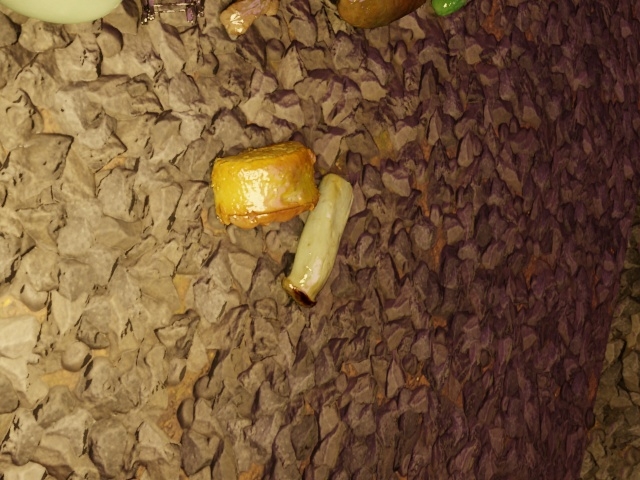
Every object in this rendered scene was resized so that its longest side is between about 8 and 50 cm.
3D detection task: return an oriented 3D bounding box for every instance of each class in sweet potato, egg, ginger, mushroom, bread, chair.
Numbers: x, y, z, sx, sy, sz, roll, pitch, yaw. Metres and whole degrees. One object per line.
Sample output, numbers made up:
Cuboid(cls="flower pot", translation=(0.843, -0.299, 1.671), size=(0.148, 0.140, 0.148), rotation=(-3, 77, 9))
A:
Cuboid(cls="sweet potato", translation=(0.172, -0.583, 2.096), size=(0.423, 0.131, 0.130), rotation=(-28, 109, -44))
Cuboid(cls="egg", translation=(-0.435, -0.455, 1.413), size=(0.283, 0.203, 0.202), rotation=(12, 82, -42))
Cuboid(cls="ginger", translation=(-0.125, -0.552, 1.817), size=(0.122, 0.084, 0.290), rotation=(32, 68, -43))
Cuboid(cls="mushroom", translation=(0.000, 0.000, 1.948), size=(0.100, 0.081, 0.312), rotation=(43, 59, -44))
Cuboid(cls="bread", translation=(-0.089, -0.116, 1.811), size=(0.261, 0.147, 0.160), rotation=(-16, 104, -45))
Cuboid(cls="chair", translation=(-0.286, -0.516, 1.617), size=(0.106, 0.113, 0.229), rotation=(-8, 98, -18))

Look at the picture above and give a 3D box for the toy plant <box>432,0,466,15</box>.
Cuboid(cls="toy plant", translation=(0.408, -0.786, 2.289), size=(0.317, 0.211, 0.356), rotation=(-36, 127, -42))
